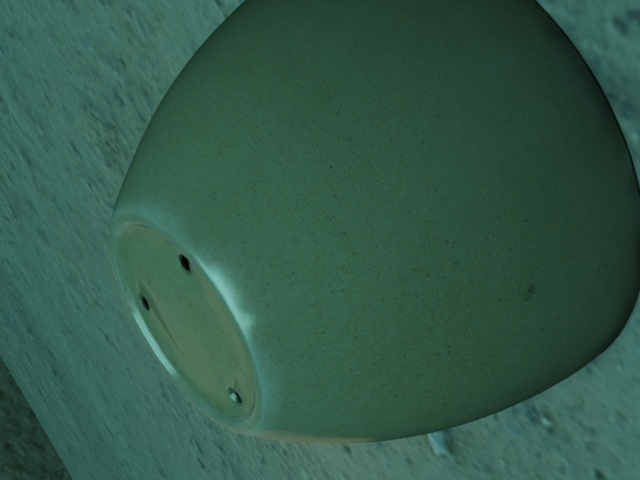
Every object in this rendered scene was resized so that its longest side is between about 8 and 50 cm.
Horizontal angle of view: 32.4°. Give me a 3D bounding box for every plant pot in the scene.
[{"bbox_3d":[0.000,0.000,0.600,0.284,0.191,0.284,38,146,32],"label":"plant pot"}]
